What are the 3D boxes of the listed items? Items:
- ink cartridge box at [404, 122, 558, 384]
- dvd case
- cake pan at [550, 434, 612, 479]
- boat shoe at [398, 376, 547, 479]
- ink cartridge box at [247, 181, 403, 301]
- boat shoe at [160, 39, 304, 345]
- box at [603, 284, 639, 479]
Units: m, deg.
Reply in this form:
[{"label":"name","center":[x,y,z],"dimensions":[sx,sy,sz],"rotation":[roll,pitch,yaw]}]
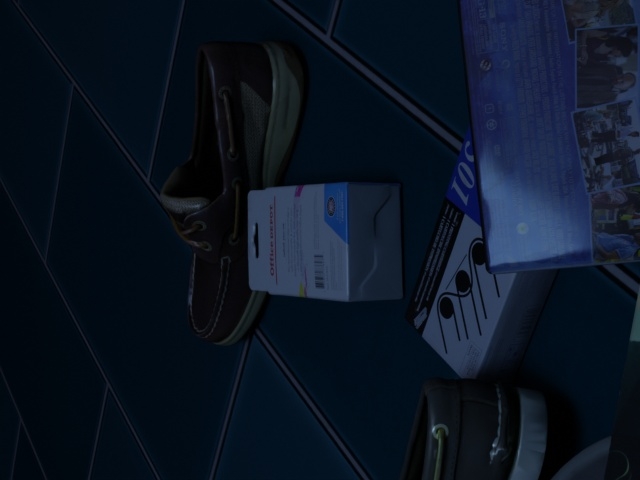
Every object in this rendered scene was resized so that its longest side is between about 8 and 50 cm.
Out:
[{"label":"ink cartridge box","center":[0.132,-0.002,0.804],"dimensions":[0.097,0.046,0.207],"rotation":[47,130,45]},{"label":"dvd case","center":[0.202,-0.081,0.583],"dimensions":[0.253,0.022,0.180],"rotation":[-6,89,28]},{"label":"cake pan","center":[0.182,0.261,0.634],"dimensions":[0.293,0.054,0.293],"rotation":[-162,90,-75]},{"label":"boat shoe","center":[0.079,0.231,0.827],"dimensions":[0.109,0.091,0.305],"rotation":[-86,13,-62]},{"label":"ink cartridge box","center":[0.000,0.000,1.004],"dimensions":[0.181,0.062,0.104],"rotation":[1,92,58]},{"label":"boat shoe","center":[-0.113,-0.045,1.126],"dimensions":[0.123,0.123,0.341],"rotation":[45,128,48]},{"label":"box","center":[0.213,0.135,0.447],"dimensions":[0.232,0.059,0.321],"rotation":[4,80,62]}]
